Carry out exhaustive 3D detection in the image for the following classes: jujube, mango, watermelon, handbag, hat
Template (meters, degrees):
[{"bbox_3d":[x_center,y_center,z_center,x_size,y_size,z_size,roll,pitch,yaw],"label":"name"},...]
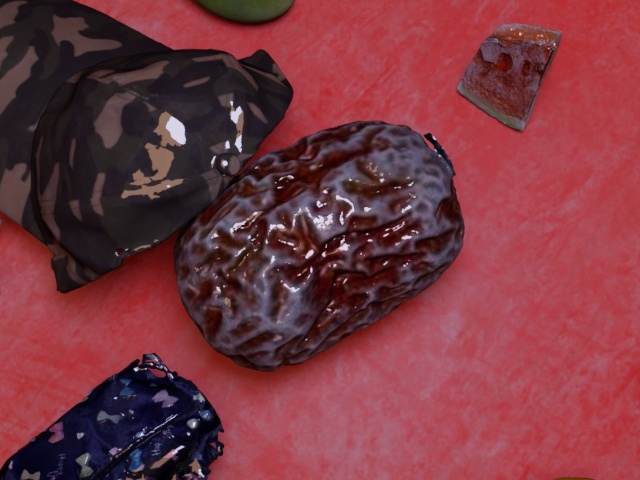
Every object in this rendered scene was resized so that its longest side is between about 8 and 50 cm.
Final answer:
[{"bbox_3d":[0.000,0.000,1.207,0.317,0.226,0.226,-31,81,-1],"label":"jujube"},{"bbox_3d":[-0.113,-0.340,1.340,0.195,0.092,0.130,37,80,-2],"label":"mango"},{"bbox_3d":[0.216,-0.193,1.287,0.098,0.158,0.121,20,108,4],"label":"watermelon"},{"bbox_3d":[-0.225,0.252,1.207,0.260,0.113,0.162,-40,47,-5],"label":"handbag"},{"bbox_3d":[-0.257,-0.159,1.220,0.382,0.257,0.366,36,68,-3],"label":"hat"}]

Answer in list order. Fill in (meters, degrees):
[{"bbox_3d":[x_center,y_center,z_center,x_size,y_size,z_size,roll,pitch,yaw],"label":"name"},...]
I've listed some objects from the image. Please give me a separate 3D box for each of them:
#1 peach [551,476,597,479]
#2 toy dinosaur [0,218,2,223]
[{"bbox_3d":[0.280,0.347,1.198,0.179,0.103,0.179,-1,80,4],"label":"peach"},{"bbox_3d":[-0.437,-0.003,1.310,0.142,0.057,0.212,-43,71,9],"label":"toy dinosaur"}]
